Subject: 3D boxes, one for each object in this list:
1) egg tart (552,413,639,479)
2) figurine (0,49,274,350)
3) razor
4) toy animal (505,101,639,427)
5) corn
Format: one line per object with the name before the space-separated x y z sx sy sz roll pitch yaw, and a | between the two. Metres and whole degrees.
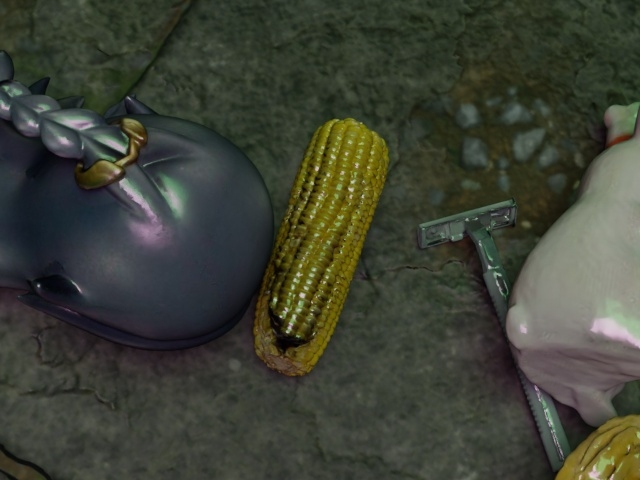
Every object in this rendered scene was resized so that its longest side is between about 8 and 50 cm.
egg tart | 0.238 0.228 0.648 0.241 0.106 0.241 2 79 -10
figurine | -0.162 -0.024 0.660 0.264 0.197 0.175 12 92 -8
razor | 0.148 0.072 0.735 0.084 0.036 0.211 -16 72 -12
toy animal | 0.241 -0.002 0.714 0.138 0.140 0.282 34 61 5
corn | 0.000 0.000 0.721 0.072 0.072 0.203 19 68 -1
